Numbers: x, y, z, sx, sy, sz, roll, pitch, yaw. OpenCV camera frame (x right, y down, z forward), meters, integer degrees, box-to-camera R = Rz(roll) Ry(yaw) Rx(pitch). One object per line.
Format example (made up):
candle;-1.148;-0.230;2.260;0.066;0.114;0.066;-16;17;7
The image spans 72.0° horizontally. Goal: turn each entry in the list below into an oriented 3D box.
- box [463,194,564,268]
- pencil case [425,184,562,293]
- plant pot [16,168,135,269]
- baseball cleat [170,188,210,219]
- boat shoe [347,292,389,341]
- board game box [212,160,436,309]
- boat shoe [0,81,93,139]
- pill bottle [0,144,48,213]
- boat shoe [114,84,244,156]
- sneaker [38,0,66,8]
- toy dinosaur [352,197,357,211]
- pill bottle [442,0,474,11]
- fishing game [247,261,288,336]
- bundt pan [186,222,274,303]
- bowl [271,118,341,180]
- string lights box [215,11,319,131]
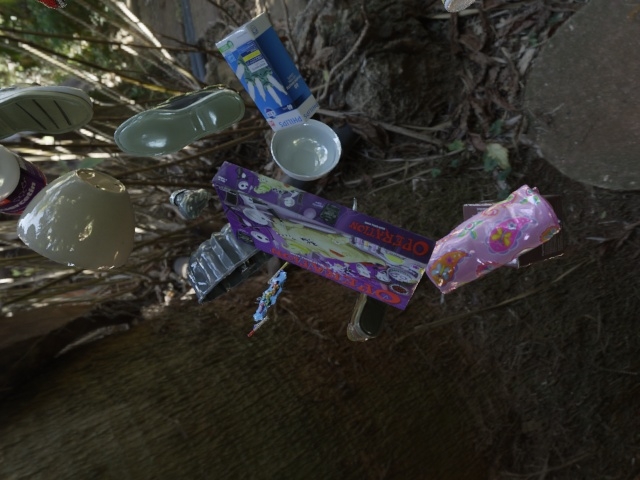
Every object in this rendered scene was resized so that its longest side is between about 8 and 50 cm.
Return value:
box;0.524;-0.030;1.196;0.168;0.203;0.166;7;105;59
pencil case;0.348;-0.001;0.925;0.284;0.124;0.124;-34;64;18
plant pot;-0.622;-0.079;1.182;0.284;0.284;0.190;44;111;42
baseball cleat;-0.382;-0.102;1.247;0.206;0.110;0.072;-79;-11;-77
boat shoe;0.163;0.168;1.327;0.111;0.307;0.104;42;144;-4
board game box;0.000;0.000;0.735;0.347;0.056;0.208;22;160;12
boat shoe;-0.644;-0.301;0.976;0.113;0.303;0.103;76;-168;-54
pill bottle;-0.934;-0.179;1.266;0.323;0.182;0.181;165;97;-76
boat shoe;-0.246;-0.213;0.780;0.068;0.228;0.081;-113;5;-54
sneaker;-0.581;-0.498;0.810;0.279;0.118;0.107;-103;-12;-81
toy dinosaur;0.129;-0.027;1.746;0.118;0.064;0.268;29;120;10
pill bottle;0.389;-0.782;1.299;0.103;0.103;0.184;-31;73;53
fishing game;-0.172;0.179;1.443;0.189;0.041;0.264;-45;18;40
bundt pan;-0.239;0.033;1.249;0.124;0.331;0.331;52;140;5
bowl;-0.063;-0.369;1.911;0.134;0.298;0.297;101;149;-67
string lights box;-0.128;-0.414;1.113;0.133;0.076;0.259;-1;134;46
